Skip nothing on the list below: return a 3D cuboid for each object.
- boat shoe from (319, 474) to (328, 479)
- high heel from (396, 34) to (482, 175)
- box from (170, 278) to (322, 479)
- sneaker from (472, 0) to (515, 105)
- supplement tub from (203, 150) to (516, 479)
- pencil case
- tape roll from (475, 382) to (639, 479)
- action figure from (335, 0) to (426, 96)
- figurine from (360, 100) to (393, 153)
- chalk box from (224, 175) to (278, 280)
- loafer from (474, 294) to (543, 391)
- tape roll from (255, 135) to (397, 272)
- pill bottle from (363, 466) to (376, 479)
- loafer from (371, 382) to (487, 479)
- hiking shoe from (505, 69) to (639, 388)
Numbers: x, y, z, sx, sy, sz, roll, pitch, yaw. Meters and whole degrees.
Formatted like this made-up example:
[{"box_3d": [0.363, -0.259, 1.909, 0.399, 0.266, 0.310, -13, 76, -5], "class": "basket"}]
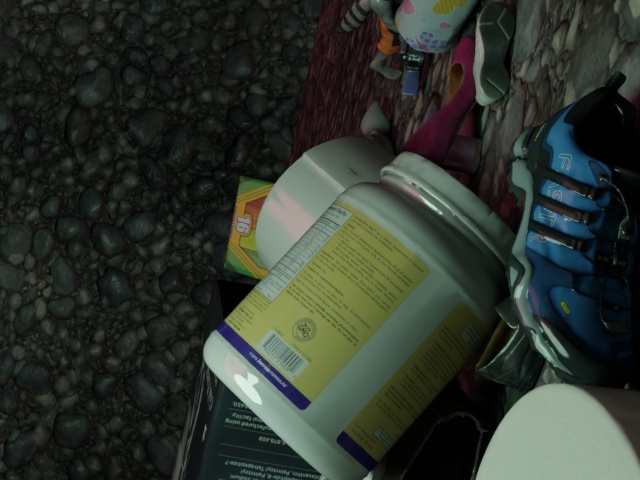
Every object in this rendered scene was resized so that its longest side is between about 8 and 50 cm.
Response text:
[{"box_3d": [0.088, 0.281, 1.525, 0.320, 0.118, 0.103, 118, 167, -46], "class": "boat shoe"}, {"box_3d": [0.174, -0.206, 1.584, 0.082, 0.117, 0.244, 123, 156, -65], "class": "high heel"}, {"box_3d": [-0.083, 0.363, 1.870, 0.480, 0.297, 0.472, -124, 45, -76], "class": "box"}, {"box_3d": [0.232, -0.258, 1.510, 0.061, 0.053, 0.152, 126, 154, -73], "class": "sneaker"}, {"box_3d": [0.055, 0.086, 1.246, 0.331, 0.241, 0.241, -47, 8, -7], "class": "supplement tub"}, {"box_3d": [0.205, -0.413, 1.675, 0.273, 0.113, 0.124, 116, 173, -54], "class": "pencil case"}, {"box_3d": [0.203, 0.306, 0.848, 0.392, 0.072, 0.392, -173, 90, -78], "class": "tape roll"}, {"box_3d": [0.121, -0.414, 1.994, 0.330, 0.178, 0.341, 103, 177, -74], "class": "action figure"}, {"box_3d": [0.085, -0.146, 2.132, 0.209, 0.092, 0.215, -85, 13, -56], "class": "figurine"}, {"box_3d": [0.000, 0.000, 1.965, 0.289, 0.179, 0.180, 15, 97, 36], "class": "chalk box"}, {"box_3d": [0.217, 0.080, 1.166, 0.062, 0.061, 0.170, -111, 35, -74], "class": "loafer"}, {"box_3d": [0.056, 0.001, 1.496, 0.169, 0.246, 0.246, 44, 127, 41], "class": "tape roll"}, {"box_3d": [0.084, 0.374, 1.435, 0.108, 0.108, 0.180, -95, 19, -59], "class": "pill bottle"}, {"box_3d": [0.105, 0.343, 1.269, 0.130, 0.133, 0.366, 161, 120, -79], "class": "loafer"}, {"box_3d": [0.243, -0.009, 0.993, 0.132, 0.113, 0.304, -49, 36, 48], "class": "hiking shoe"}]
